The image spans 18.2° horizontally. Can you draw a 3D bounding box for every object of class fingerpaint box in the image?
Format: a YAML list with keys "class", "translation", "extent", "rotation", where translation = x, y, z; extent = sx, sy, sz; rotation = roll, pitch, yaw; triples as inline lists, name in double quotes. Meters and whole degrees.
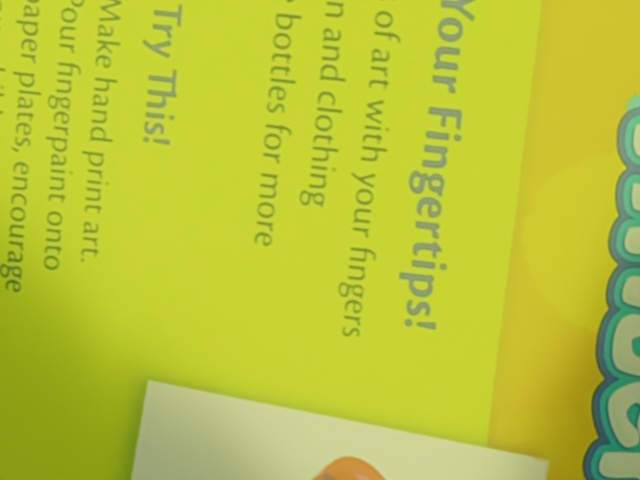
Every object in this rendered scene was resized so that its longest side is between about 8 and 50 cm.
- class: "fingerpaint box"
  translation: [0.000, 0.000, 0.649]
  extent: [0.371, 0.163, 0.445]
  rotation: [6, 103, 4]
